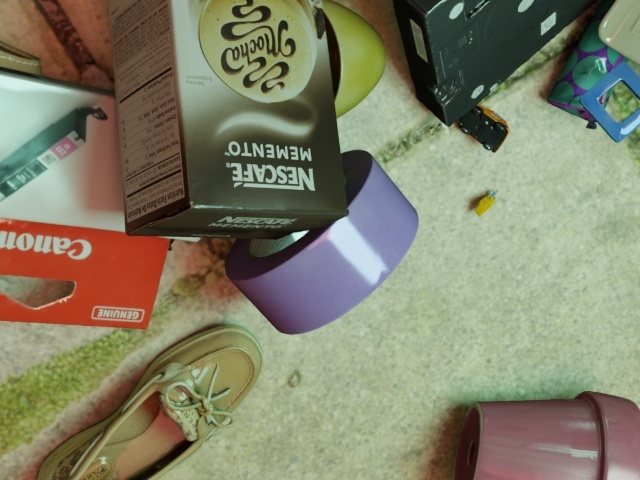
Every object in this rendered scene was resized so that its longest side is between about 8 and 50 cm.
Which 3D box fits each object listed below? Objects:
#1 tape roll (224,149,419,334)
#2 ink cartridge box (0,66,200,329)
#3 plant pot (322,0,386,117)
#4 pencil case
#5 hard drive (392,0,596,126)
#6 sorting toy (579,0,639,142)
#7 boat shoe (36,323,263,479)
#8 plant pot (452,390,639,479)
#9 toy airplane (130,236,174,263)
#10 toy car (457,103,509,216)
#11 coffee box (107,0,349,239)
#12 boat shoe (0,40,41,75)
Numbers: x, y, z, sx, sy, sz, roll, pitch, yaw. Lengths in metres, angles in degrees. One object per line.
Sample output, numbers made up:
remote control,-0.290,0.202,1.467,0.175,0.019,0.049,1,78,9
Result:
tape roll,0.000,0.000,1.032,0.189,0.189,0.080,-42,110,-3
ink cartridge box,-0.238,-0.026,0.956,0.275,0.060,0.238,8,102,-38
plant pot,0.009,-0.182,1.036,0.095,0.134,0.134,-13,108,-41
pencil case,0.315,-0.204,1.138,0.064,0.070,0.151,26,94,-42
hard drive,0.223,-0.285,1.021,0.339,0.237,0.064,-40,68,-3
sorting toy,0.418,-0.237,1.080,0.196,0.047,0.347,35,92,5
boat shoe,-0.171,0.203,1.083,0.285,0.089,0.104,-41,110,-4
plant pot,0.254,0.265,1.180,0.180,0.201,0.201,10,100,-2
toy airplane,-0.213,-0.031,1.048,0.151,0.028,0.151,-3,102,-17
toy car,0.179,-0.094,1.154,0.040,0.060,0.122,-33,139,-52
coffee box,-0.088,-0.155,0.925,0.168,0.119,0.297,1,78,-38
boat shoe,-0.384,-0.218,0.915,0.302,0.109,0.098,23,96,-15
